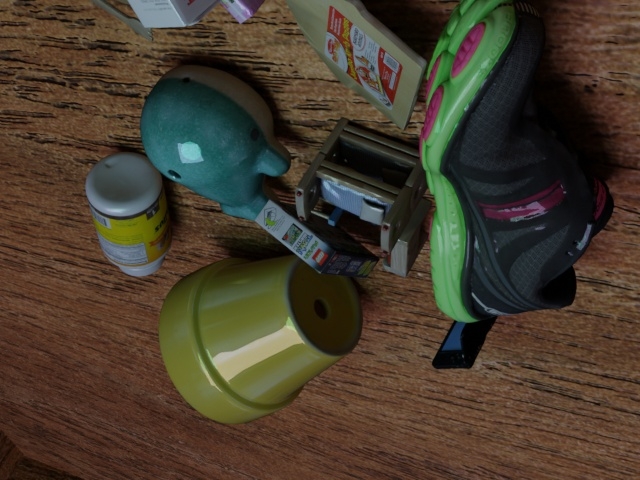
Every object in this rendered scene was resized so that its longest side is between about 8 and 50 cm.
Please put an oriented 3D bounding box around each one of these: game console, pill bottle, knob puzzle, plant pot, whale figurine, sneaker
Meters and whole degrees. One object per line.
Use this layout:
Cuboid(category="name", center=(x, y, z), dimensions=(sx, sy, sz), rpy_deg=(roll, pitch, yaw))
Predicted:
Cuboid(category="game console", center=(0.195, 0.105, 1.533), dimensions=(0.107, 0.122, 0.071), rpy_deg=(-9, 130, 50))
Cuboid(category="pill bottle", center=(-0.297, -0.034, 1.794), dimensions=(0.117, 0.117, 0.215), rpy_deg=(24, 150, 14))
Cuboid(category="knob puzzle", center=(0.038, -0.224, 1.264), dimensions=(0.213, 0.030, 0.213), rpy_deg=(41, 166, 12))
Cuboid(category="plant pot", center=(-0.075, 0.132, 1.728), dimensions=(0.239, 0.254, 0.254), rpy_deg=(-24, 120, 39))
Cuboid(category="whale figurine", center=(-0.141, -0.104, 1.519), dimensions=(0.216, 0.141, 0.272), rpy_deg=(14, 146, 28))
Cuboid(category="sneaker", center=(0.215, -0.084, 1.225), dimensions=(0.202, 0.185, 0.483), rpy_deg=(2, 146, 11))

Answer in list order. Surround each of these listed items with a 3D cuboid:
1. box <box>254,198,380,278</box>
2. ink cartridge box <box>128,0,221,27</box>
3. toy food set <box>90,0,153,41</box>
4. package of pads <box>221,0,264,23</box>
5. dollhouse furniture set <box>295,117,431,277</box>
Cuboid(category="box", center=(0.000, 0.000, 1.512), dimensions=(0.114, 0.036, 0.207), rpy_deg=(39, -171, 17))
Cuboid(category="ink cartridge box", center=(-0.161, -0.338, 1.155), dimensions=(0.086, 0.148, 0.203), rpy_deg=(9, 138, 46))
Cuboid(category="toy food set", center=(-0.245, -0.338, 1.382), dimensions=(0.132, 0.038, 0.192), rpy_deg=(34, 157, 11))
Cuboid(category="package of pads", center=(-0.101, -0.293, 1.289), dimensions=(0.083, 0.050, 0.032), rpy_deg=(44, 143, -20))
Cuboid(category="dollhouse furniture set", center=(0.057, -0.032, 1.451), dimensions=(0.129, 0.129, 0.184), rpy_deg=(22, 149, 17))
